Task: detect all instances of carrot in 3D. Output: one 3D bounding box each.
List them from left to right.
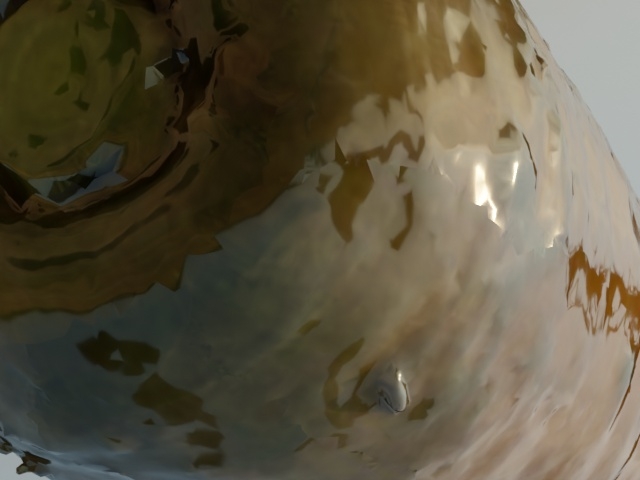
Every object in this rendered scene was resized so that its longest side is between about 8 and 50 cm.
[{"bbox_3d":[0.000,0.000,0.697,0.224,0.224,0.340,-21,157,21],"label":"carrot"}]
